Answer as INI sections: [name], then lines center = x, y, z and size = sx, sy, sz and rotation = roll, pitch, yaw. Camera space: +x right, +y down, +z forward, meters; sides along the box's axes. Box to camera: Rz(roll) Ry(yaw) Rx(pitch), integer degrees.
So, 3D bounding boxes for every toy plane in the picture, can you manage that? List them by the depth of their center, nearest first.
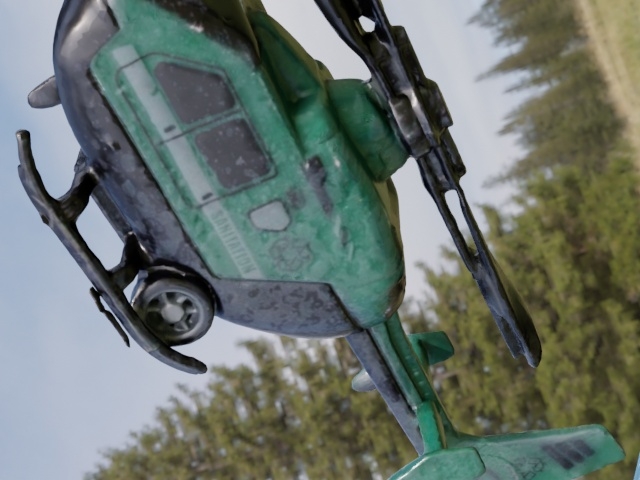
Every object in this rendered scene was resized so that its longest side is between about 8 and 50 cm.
[toy plane]
center = 0.000, 0.000, 0.472
size = 0.381, 0.155, 0.106
rotation = 60, -167, -27

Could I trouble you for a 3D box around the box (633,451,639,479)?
[box]
center = 0.306, 0.116, 0.633
size = 0.083, 0.232, 0.142
rotation = 85, -156, -49
